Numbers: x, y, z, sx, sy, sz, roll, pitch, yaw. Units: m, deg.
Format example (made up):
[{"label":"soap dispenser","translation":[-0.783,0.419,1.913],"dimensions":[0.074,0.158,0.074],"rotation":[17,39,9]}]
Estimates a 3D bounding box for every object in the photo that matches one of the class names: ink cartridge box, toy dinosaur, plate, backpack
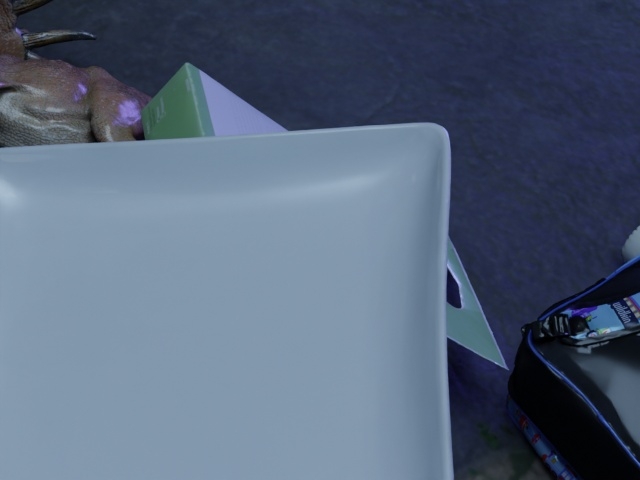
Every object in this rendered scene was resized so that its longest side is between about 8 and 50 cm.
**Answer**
[{"label":"ink cartridge box","translation":[0.000,0.000,1.055],"dimensions":[0.235,0.056,0.171],"rotation":[32,23,-30]},{"label":"toy dinosaur","translation":[-0.177,-0.085,1.116],"dimensions":[0.296,0.127,0.200],"rotation":[32,29,-2]},{"label":"plate","translation":[-0.070,0.057,0.841],"dimensions":[0.277,0.045,0.278],"rotation":[-3,48,7]},{"label":"backpack","translation":[0.225,0.088,1.053],"dimensions":[0.173,0.117,0.158],"rotation":[-30,65,-26]}]

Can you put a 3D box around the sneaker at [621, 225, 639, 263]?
[{"label":"sneaker","translation":[0.295,0.002,1.158],"dimensions":[0.152,0.058,0.084],"rotation":[-26,57,-19]}]
